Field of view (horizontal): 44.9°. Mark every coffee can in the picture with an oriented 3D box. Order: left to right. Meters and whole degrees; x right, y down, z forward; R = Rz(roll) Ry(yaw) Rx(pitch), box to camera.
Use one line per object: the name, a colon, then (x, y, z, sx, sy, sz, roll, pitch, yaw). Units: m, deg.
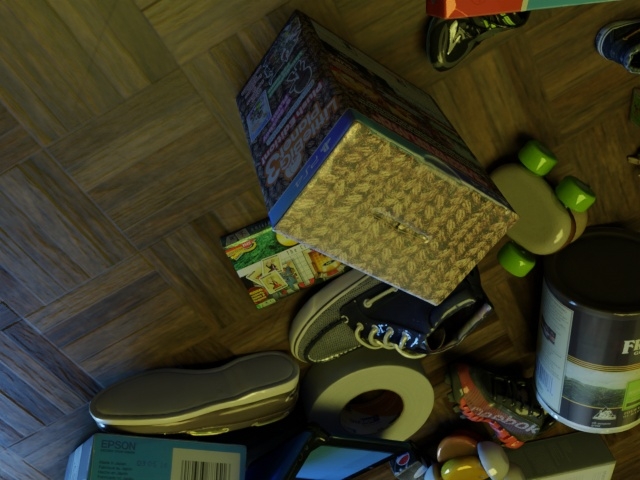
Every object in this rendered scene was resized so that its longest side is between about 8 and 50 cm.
coffee can: (0.452, 0.145, 1.248, 0.201, 0.201, 0.275, -12, 129, -6)

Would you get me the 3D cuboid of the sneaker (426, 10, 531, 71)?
sneaker: (0.204, -0.279, 0.938, 0.188, 0.078, 0.067, -40, 125, 16)

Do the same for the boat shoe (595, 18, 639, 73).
boat shoe: (0.465, -0.262, 1.018, 0.183, 0.083, 0.065, -15, 129, -4)

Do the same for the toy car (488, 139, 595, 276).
toy car: (0.335, -0.046, 1.146, 0.188, 0.149, 0.155, -2, 137, -50)

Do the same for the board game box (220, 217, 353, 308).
board game box: (0.000, 0.000, 1.126, 0.259, 0.030, 0.136, -23, 127, 3)

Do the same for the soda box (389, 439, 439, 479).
soda box: (0.202, 0.456, 1.509, 0.060, 0.053, 0.169, -36, 127, 13)

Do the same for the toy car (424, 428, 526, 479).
toy car: (0.284, 0.428, 1.457, 0.159, 0.136, 0.182, -31, 126, 18)

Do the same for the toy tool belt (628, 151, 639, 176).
toy tool belt: (0.509, -0.110, 1.174, 0.083, 0.052, 0.051, 33, 149, -29)

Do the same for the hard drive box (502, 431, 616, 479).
hard drive box: (0.463, 0.496, 1.586, 0.232, 0.089, 0.181, -8, 128, -8)

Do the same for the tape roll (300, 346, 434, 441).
tape roll: (0.079, 0.267, 1.321, 0.219, 0.072, 0.219, -8, 129, -10)

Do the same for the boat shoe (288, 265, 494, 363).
boat shoe: (0.095, 0.120, 1.139, 0.127, 0.158, 0.340, 24, 124, -42)

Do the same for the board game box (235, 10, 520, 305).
board game box: (0.051, -0.101, 0.896, 0.232, 0.291, 0.141, 26, 116, -29)

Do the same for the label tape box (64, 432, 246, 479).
label tape box: (-0.293, 0.403, 1.278, 0.240, 0.106, 0.333, 12, 153, -23)

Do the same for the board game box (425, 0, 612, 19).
board game box: (0.230, -0.407, 0.810, 0.242, 0.064, 0.317, -9, 114, -9)

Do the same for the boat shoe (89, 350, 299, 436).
boat shoe: (-0.191, 0.258, 1.217, 0.324, 0.116, 0.097, -10, 125, -15)

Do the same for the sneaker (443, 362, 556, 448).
sneaker: (0.324, 0.277, 1.364, 0.135, 0.098, 0.276, -27, 133, 29)

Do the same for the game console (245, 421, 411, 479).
game console: (-0.026, 0.422, 1.282, 0.173, 0.250, 0.293, 38, 142, -2)

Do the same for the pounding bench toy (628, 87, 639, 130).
pounding bench toy: (0.486, -0.179, 1.087, 0.065, 0.083, 0.052, -12, 128, -5)
